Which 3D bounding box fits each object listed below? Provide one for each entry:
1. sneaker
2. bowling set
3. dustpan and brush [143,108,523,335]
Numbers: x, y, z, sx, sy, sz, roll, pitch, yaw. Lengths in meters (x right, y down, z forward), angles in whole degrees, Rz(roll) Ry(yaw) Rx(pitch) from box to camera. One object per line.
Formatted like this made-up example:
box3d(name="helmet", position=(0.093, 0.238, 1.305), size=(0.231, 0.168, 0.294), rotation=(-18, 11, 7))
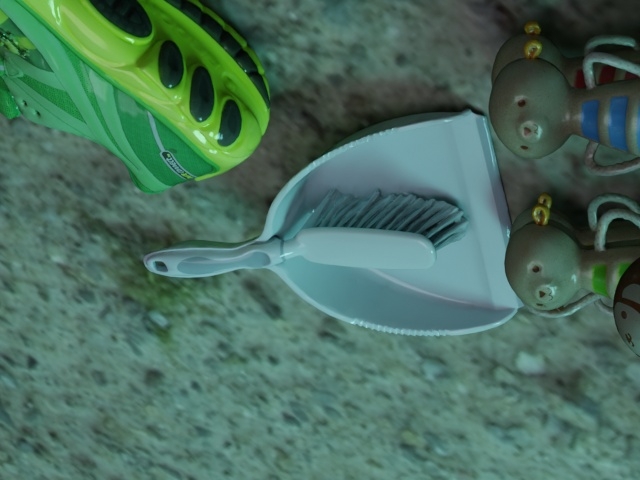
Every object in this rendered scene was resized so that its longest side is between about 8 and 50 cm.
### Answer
box3d(name="sneaker", position=(-0.164, -0.128, 0.940), size=(0.295, 0.109, 0.123), rotation=(43, 129, -13))
box3d(name="bowling set", position=(0.134, -0.036, 0.819), size=(0.154, 0.200, 0.287), rotation=(7, 126, 22))
box3d(name="dustpan and brush", position=(0.000, 0.000, 0.999), size=(0.211, 0.060, 0.147), rotation=(1, 127, 25))
